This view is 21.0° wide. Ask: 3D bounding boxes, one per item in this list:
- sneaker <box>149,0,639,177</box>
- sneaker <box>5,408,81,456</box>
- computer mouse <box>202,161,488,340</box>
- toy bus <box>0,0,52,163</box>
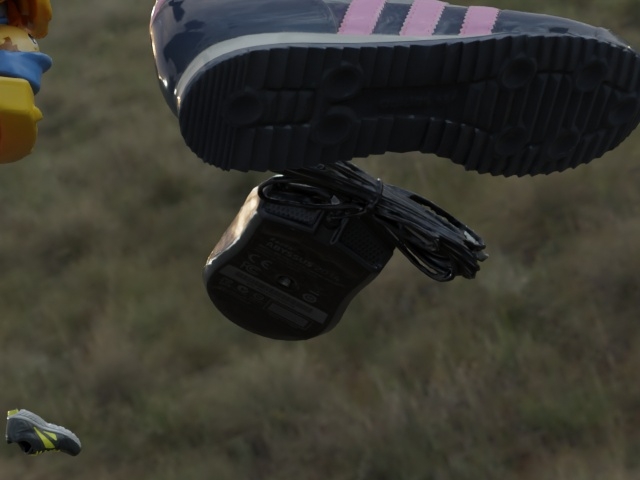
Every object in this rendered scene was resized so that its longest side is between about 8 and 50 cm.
[{"bbox_3d":[0.051,-0.115,1.030,0.319,0.112,0.131,2,38,-28],"label":"sneaker"},{"bbox_3d":[-0.259,0.186,1.593,0.031,0.083,0.035,-15,52,47],"label":"sneaker"},{"bbox_3d":[0.000,0.000,1.365,0.272,0.188,0.072,-40,25,56],"label":"computer mouse"},{"bbox_3d":[-0.214,-0.083,0.885,0.220,0.211,0.149,-24,-9,-20],"label":"toy bus"}]
